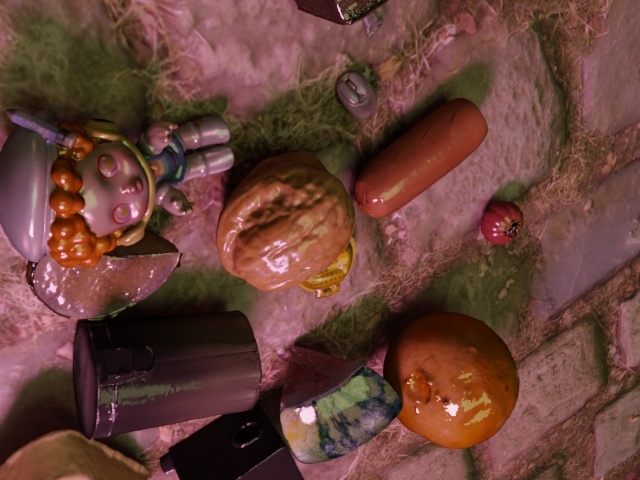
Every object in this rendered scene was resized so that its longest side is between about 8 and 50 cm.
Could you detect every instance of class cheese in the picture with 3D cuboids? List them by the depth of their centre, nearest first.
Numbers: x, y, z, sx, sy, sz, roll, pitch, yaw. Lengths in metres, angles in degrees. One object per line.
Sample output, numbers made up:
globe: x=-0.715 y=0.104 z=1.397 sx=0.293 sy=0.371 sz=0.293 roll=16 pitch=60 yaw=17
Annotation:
cheese: x=-0.476 y=0.505 z=1.203 sx=0.384 sy=0.104 sz=0.384 roll=-19 pitch=146 yaw=-13
cheese: x=0.000 y=0.000 z=1.278 sx=0.156 sy=0.064 sz=0.250 roll=-18 pitch=114 yaw=-22

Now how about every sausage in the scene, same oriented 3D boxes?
sausage: x=0.197 y=-0.163 z=1.266 sx=0.304 sy=0.121 sz=0.121 roll=-39 pitch=129 yaw=-8

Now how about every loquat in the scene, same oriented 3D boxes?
loquat: x=0.306 y=0.325 z=1.484 sx=0.328 sy=0.328 sz=0.328 roll=-15 pitch=123 yaw=-24

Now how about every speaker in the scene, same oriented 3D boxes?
speaker: x=-0.184 y=0.531 z=1.391 sx=0.254 sy=0.184 sz=0.232 roll=-30 pitch=128 yaw=-16

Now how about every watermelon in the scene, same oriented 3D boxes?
watermelon: x=0.031 y=0.346 z=1.393 sx=0.261 sy=0.201 sz=0.213 roll=-25 pitch=132 yaw=1

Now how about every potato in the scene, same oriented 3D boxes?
potato: x=-0.371 y=0.055 z=1.061 sx=0.243 sy=0.098 sz=0.138 roll=1 pitch=117 yaw=-35

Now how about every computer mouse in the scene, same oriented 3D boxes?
computer mouse: x=0.072 y=-0.271 z=1.181 sx=0.066 sy=0.039 sz=0.096 roll=-44 pitch=129 yaw=-3

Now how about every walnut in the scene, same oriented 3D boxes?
walnut: x=-0.066 y=-0.027 z=1.118 sx=0.257 sy=0.224 sz=0.257 roll=-17 pitch=132 yaw=-21

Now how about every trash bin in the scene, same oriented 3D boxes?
trash bin: x=-0.276 y=0.235 z=1.150 sx=0.301 sy=0.203 sz=0.252 roll=-1 pitch=156 yaw=-32

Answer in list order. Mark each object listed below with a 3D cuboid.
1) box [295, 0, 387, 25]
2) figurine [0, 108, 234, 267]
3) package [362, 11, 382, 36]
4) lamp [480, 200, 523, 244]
box: x=0.077 y=-0.477 z=0.974 sx=0.273 sy=0.184 sz=0.143 roll=-38 pitch=130 yaw=-7
figurine: x=-0.310 y=-0.089 z=0.978 sx=0.382 sy=0.205 sz=0.224 roll=-10 pitch=112 yaw=-47
package: x=0.075 y=-0.415 z=1.117 sx=0.037 sy=0.015 sz=0.110 roll=-48 pitch=131 yaw=-6
lamp: x=0.431 y=-0.042 z=1.494 sx=0.107 sy=0.092 sz=0.107 roll=-15 pitch=121 yaw=-26
